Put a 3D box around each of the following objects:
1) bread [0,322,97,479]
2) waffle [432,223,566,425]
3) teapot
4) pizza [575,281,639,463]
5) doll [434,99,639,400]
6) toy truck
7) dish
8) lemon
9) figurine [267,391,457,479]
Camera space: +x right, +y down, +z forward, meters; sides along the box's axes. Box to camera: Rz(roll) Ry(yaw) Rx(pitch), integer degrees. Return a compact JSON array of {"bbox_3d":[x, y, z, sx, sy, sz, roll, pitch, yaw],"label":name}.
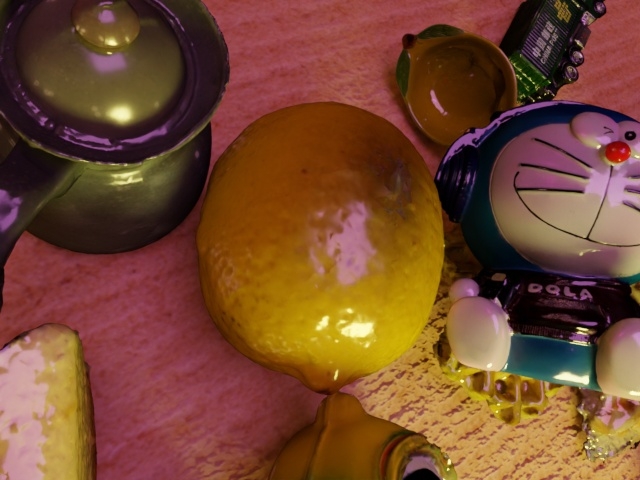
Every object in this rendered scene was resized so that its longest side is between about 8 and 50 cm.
[{"bbox_3d":[-0.225,0.157,0.384,0.141,0.266,0.178,35,65,-7],"label":"bread"},{"bbox_3d":[0.246,0.094,0.687,0.290,0.051,0.291,7,72,-22],"label":"waffle"},{"bbox_3d":[-0.217,-0.099,0.439,0.305,0.285,0.223,-37,93,-27],"label":"teapot"},{"bbox_3d":[0.554,0.115,0.838,0.434,0.080,0.392,-4,79,-26],"label":"pizza"},{"bbox_3d":[0.262,-0.005,0.572,0.284,0.240,0.310,9,82,7],"label":"doll"},{"bbox_3d":[0.387,-0.344,0.876,0.121,0.088,0.259,36,67,-11],"label":"toy truck"},{"bbox_3d":[0.199,-0.220,0.750,0.208,0.149,0.080,49,26,3],"label":"dish"},{"bbox_3d":[0.000,0.002,0.530,0.260,0.260,0.284,-2,86,-24],"label":"lemon"},{"bbox_3d":[0.022,0.313,0.449,0.340,0.231,0.324,-75,148,-54],"label":"figurine"}]
